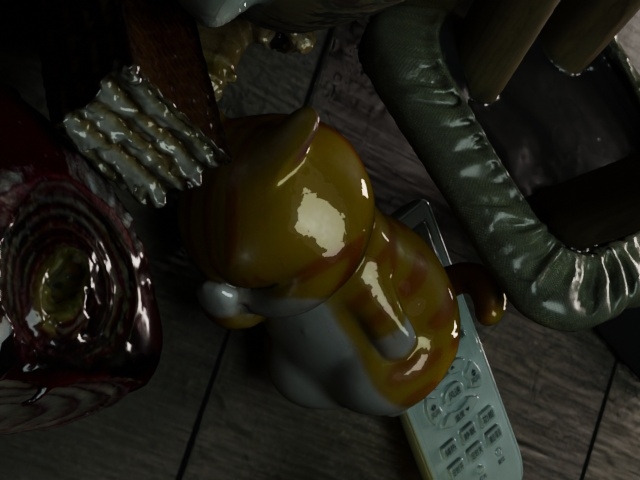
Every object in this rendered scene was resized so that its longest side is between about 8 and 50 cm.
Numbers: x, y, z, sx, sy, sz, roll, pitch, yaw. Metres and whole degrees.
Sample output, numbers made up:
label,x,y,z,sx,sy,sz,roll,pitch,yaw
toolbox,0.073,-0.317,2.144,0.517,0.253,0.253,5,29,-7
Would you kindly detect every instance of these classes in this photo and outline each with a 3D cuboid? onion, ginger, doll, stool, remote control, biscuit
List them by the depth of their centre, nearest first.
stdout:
label,x,y,z,sx,sy,sz,roll,pitch,yaw
onion,-0.209,0.016,1.228,0.207,0.216,0.206,-3,77,-50
biscuit,-0.131,-0.133,1.266,0.070,0.252,0.106,-33,133,16
doll,-0.001,0.020,1.465,0.269,0.166,0.162,46,55,-40
ginger,-0.011,-0.179,1.475,0.288,0.089,0.075,-32,134,-34
stool,0.237,-0.124,1.554,0.310,0.226,0.310,-22,76,-46
remote control,0.093,0.114,1.659,0.103,0.051,0.293,-37,118,-36

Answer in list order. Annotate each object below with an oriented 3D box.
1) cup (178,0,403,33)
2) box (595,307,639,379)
label,x,y,z,sx,sy,sz,roll,pitch,yaw
cup,-0.004,-0.227,1.306,0.227,0.257,0.301,42,57,1
box,0.361,0.039,1.886,0.212,0.042,0.201,-43,132,-1
